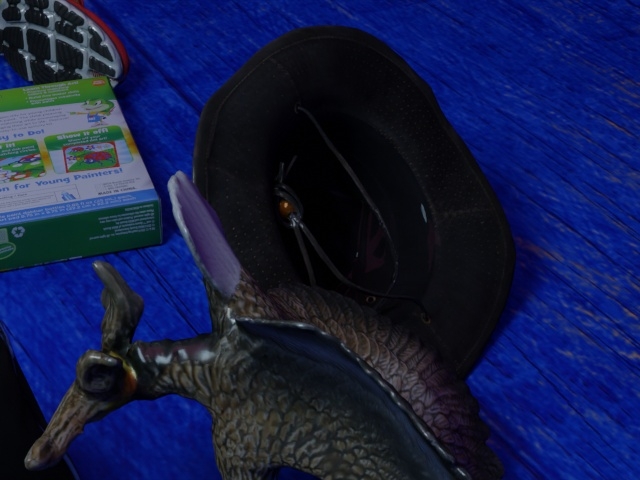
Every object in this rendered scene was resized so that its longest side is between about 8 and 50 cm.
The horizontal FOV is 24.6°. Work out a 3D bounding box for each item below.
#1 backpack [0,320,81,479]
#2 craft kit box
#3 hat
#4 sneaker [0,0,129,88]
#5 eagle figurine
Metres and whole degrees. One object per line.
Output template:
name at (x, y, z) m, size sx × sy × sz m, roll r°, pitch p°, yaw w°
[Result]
backpack at (-0.298, 0.150, 0.860) m, size 0.213 × 0.276 × 0.263 m, roll -16°, pitch 18°, yaw 39°
craft kit box at (-0.292, -0.060, 1.348) m, size 0.250 × 0.061 × 0.246 m, roll -9°, pitch 38°, yaw -14°
hat at (0.000, 0.000, 1.162) m, size 0.134 × 0.331 × 0.331 m, roll -29°, pitch 10°, yaw 43°
sneaker at (-0.290, -0.240, 1.574) m, size 0.279 × 0.107 × 0.118 m, roll 30°, pitch 34°, yaw 33°
eagle figurine at (-0.005, 0.113, 0.917) m, size 0.298 × 0.225 × 0.226 m, roll 11°, pitch 53°, yaw 3°
